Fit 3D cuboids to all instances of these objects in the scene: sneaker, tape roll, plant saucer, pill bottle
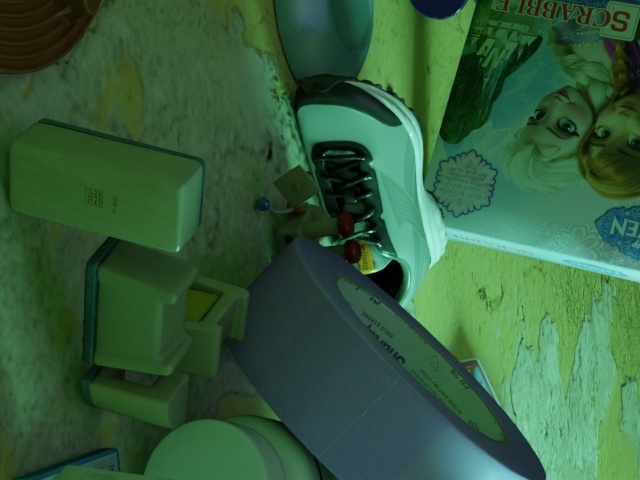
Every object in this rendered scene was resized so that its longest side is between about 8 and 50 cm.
[{"bbox_3d":[0.044,-0.041,1.666,0.271,0.100,0.108,64,37,-41],"label":"sneaker"},{"bbox_3d":[0.050,0.122,1.456,0.275,0.090,0.275,43,8,-8],"label":"tape roll"},{"bbox_3d":[0.012,-0.221,1.694,0.195,0.037,0.195,-4,90,-66],"label":"plant saucer"},{"bbox_3d":[-0.040,0.196,1.398,0.221,0.121,0.121,25,64,-64],"label":"pill bottle"}]

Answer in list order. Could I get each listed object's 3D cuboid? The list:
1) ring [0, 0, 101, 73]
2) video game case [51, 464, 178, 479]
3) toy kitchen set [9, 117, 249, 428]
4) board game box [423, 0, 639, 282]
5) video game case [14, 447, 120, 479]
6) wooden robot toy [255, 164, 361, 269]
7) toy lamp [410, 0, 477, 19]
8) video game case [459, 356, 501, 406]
[{"bbox_3d":[-0.208,-0.276,1.196,0.336,0.032,0.337,-4,90,-68],"label":"ring"},{"bbox_3d":[-0.130,0.188,1.118,0.143,0.157,0.019,-43,129,-50],"label":"video game case"},{"bbox_3d":[-0.126,0.003,1.283,0.166,0.122,0.207,-54,155,-57],"label":"toy kitchen set"},{"bbox_3d":[0.287,-0.128,1.871,0.066,0.318,0.318,32,72,-65],"label":"board game box"},{"bbox_3d":[-0.163,0.231,1.241,0.119,0.015,0.166,-10,96,-67],"label":"video game case"},{"bbox_3d":[0.000,0.000,1.595,0.079,0.076,0.173,-72,151,-62],"label":"wooden robot toy"},{"bbox_3d":[0.176,-0.284,2.035,0.274,0.080,0.080,-16,101,-66],"label":"toy lamp"},{"bbox_3d":[0.177,0.292,1.946,0.285,0.025,0.204,-77,147,-50],"label":"video game case"}]
